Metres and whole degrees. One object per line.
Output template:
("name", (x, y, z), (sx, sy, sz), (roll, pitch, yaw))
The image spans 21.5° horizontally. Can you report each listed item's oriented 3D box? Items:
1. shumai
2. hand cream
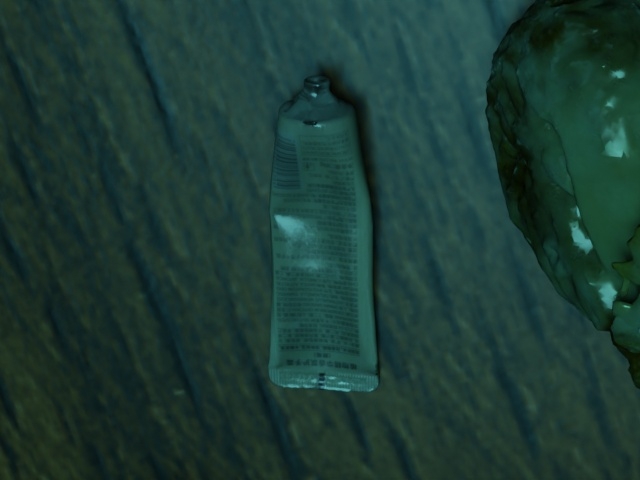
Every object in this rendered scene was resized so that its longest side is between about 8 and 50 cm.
("shumai", (0.148, -0.027, 0.723), (0.184, 0.142, 0.184), (2, 108, 7))
("hand cream", (0.000, 0.000, 0.824), (0.057, 0.037, 0.165), (3, 115, 10))
